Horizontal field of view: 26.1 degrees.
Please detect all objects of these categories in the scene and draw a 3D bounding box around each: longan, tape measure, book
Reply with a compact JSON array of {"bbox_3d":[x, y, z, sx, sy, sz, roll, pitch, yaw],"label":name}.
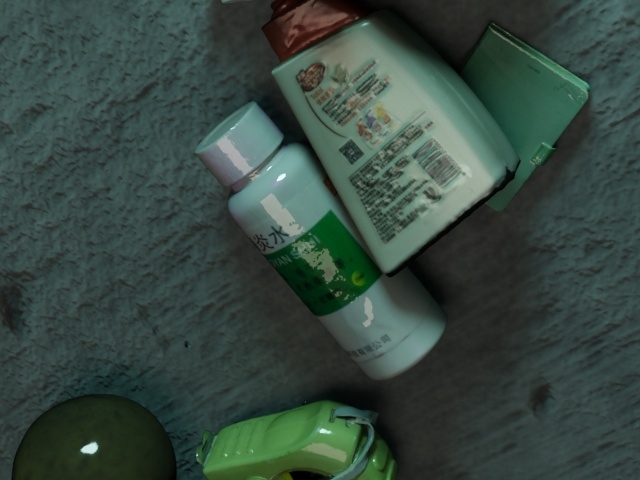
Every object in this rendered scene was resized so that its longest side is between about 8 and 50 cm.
[{"bbox_3d":[-0.225,0.240,1.359,0.167,0.167,0.187,9,112,13],"label":"longan"},{"bbox_3d":[-0.004,0.223,1.324,0.177,0.087,0.154,-19,116,29],"label":"tape measure"},{"bbox_3d":[0.145,-0.097,1.121,0.103,0.017,0.135,33,124,0],"label":"book"}]

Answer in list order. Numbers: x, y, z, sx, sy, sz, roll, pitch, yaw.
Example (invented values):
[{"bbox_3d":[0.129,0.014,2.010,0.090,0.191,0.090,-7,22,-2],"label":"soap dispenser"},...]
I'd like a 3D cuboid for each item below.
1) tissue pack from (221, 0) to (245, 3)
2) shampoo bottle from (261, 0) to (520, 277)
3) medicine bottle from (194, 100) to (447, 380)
[{"bbox_3d":[-0.033,-0.276,1.017,0.122,0.026,0.193,3,100,39],"label":"tissue pack"},{"bbox_3d":[0.022,-0.123,1.108,0.153,0.071,0.284,-38,91,28],"label":"shampoo bottle"},{"bbox_3d":[0.000,0.000,1.184,0.095,0.095,0.260,-30,106,31],"label":"medicine bottle"}]
